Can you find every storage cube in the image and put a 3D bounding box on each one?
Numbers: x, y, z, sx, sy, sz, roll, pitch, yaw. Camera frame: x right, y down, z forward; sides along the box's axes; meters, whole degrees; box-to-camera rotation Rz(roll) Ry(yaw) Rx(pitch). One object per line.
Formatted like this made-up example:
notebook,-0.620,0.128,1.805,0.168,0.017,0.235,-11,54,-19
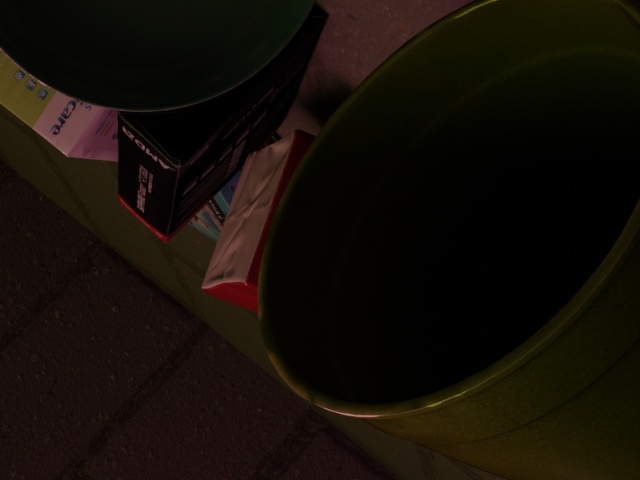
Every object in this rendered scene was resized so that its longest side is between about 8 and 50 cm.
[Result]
storage cube,0.000,0.000,1.509,0.193,0.215,0.184,21,169,-18

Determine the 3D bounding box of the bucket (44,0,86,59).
bucket,-0.173,-0.266,1.156,0.183,0.281,0.281,29,160,54

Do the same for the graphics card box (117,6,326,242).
graphics card box,-0.123,-0.139,1.480,0.094,0.233,0.371,43,166,1

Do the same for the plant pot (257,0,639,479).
plant pot,0.204,0.047,1.026,0.353,0.366,0.366,38,171,-34

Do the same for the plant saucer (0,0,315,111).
plant saucer,-0.137,-0.260,1.026,0.317,0.317,0.044,52,173,-30

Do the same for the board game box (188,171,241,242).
board game box,-0.196,-0.095,2.093,0.336,0.079,0.254,31,161,39

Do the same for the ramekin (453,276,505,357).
ramekin,0.116,0.053,1.310,0.277,0.135,0.277,50,-157,-30

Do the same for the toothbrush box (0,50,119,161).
toothbrush box,-0.344,-0.226,1.629,0.283,0.122,0.206,39,-170,12

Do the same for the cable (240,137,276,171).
cable,-0.106,-0.135,1.809,0.184,0.047,0.150,47,165,-15
